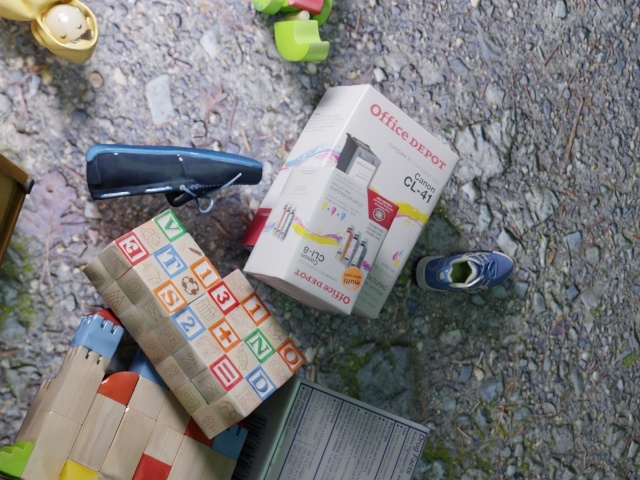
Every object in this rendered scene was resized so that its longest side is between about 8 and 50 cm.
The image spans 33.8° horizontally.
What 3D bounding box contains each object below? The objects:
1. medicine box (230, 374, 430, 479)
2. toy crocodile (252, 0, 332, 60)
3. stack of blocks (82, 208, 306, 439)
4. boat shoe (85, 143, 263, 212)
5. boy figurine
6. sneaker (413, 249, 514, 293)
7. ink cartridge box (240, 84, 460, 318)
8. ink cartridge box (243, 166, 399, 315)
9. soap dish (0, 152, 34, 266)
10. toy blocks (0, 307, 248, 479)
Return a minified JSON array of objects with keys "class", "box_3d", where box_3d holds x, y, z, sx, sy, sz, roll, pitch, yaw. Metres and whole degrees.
[{"class":"medicine box","box_3d":[-0.010,0.366,1.659,0.289,0.149,0.263,27,80,-32]},{"class":"toy crocodile","box_3d":[-0.020,-0.440,1.607,0.115,0.105,0.340,9,89,-33]},{"class":"stack of blocks","box_3d":[-0.174,0.107,1.490,0.297,0.087,0.171,53,36,-1]},{"class":"boat shoe","box_3d":[-0.213,-0.091,1.531,0.258,0.109,0.089,3,100,-17]},{"class":"boy figurine","box_3d":[-0.389,-0.359,1.386,0.177,0.092,0.285,-33,108,-29]},{"class":"sneaker","box_3d":[0.266,0.060,1.851,0.211,0.081,0.080,-7,96,-34]},{"class":"ink cartridge box","box_3d":[0.050,-0.062,1.670,0.226,0.131,0.306,35,78,-29]},{"class":"ink cartridge box","box_3d":[0.000,0.000,1.497,0.128,0.127,0.176,29,80,-28]},{"class":"soap dish","box_3d":[-0.451,-0.028,1.258,0.118,0.291,0.229,18,83,0]},{"class":"toy blocks","box_3d":[-0.258,0.268,1.492,0.381,0.191,0.261,33,64,-26]}]
